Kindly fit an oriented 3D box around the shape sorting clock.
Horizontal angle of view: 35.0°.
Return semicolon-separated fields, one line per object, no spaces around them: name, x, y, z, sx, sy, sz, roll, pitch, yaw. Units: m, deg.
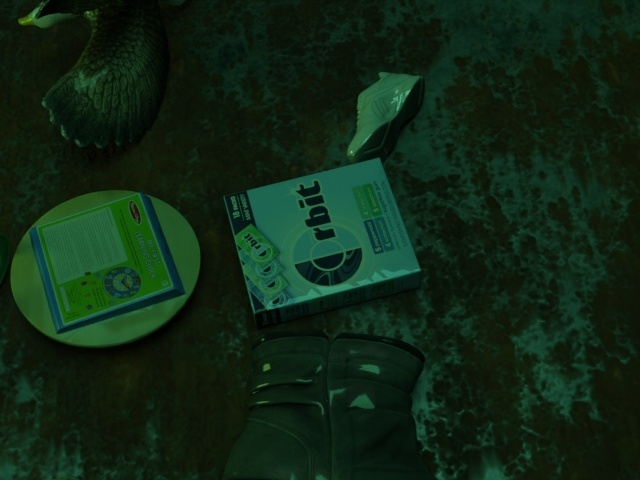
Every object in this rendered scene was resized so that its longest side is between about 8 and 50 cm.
shape sorting clock;-0.234;0.029;1.112;0.206;0.040;0.206;-2;55;3

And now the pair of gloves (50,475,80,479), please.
pair of gloves;-0.321;0.281;0.889;0.240;0.204;0.042;-19;95;-12

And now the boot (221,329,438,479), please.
boot;0.076;0.196;0.959;0.338;0.118;0.223;13;55;5

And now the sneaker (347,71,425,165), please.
sneaker;0.066;-0.144;1.201;0.061;0.054;0.152;20;55;25

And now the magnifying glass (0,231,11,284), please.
magnifying glass;-0.392;0.091;1.064;0.026;0.092;0.231;23;73;11

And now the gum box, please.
gum box;0.000;0.000;1.118;0.184;0.041;0.157;-14;59;-5

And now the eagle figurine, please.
eagle figurine;-0.254;-0.279;1.207;0.225;0.226;0.298;-43;40;18
